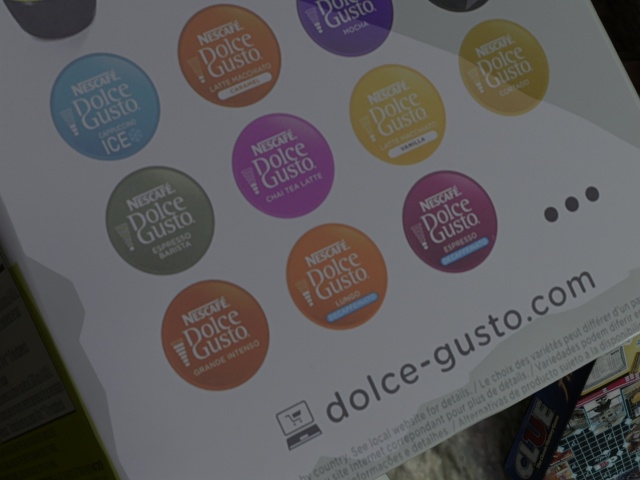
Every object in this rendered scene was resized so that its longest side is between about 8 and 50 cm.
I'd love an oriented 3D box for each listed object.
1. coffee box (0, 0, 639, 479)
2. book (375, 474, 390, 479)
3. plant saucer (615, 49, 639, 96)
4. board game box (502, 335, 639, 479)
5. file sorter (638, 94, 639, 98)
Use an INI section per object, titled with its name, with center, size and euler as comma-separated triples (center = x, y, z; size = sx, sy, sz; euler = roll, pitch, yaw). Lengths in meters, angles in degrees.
[coffee box]
center = -0.057, -0.029, 0.932
size = 0.338, 0.338, 0.334
euler = -25, 88, -23
[book]
center = 0.050, 0.238, 1.115
size = 0.096, 0.035, 0.144
euler = -39, 98, -39
[plant saucer]
center = 0.289, -0.035, 1.395
size = 0.278, 0.041, 0.278
euler = 11, 70, -31
[board game box]
center = 0.266, 0.107, 1.262
size = 0.243, 0.165, 0.042
euler = -4, 36, -35
[file sorter]
center = 0.207, -0.044, 1.242
size = 0.104, 0.170, 0.118
euler = 0, 73, -60
